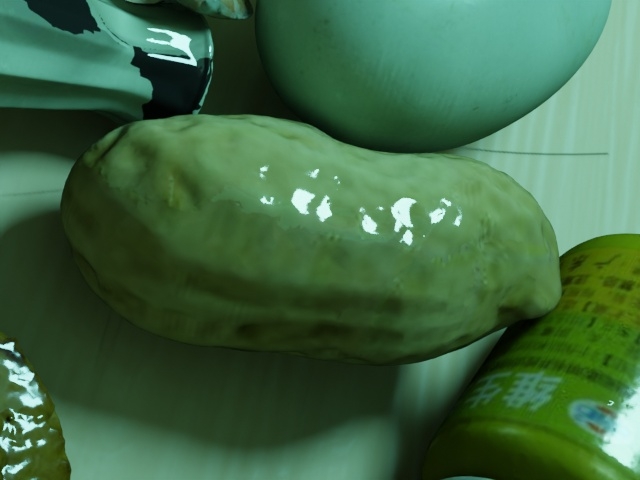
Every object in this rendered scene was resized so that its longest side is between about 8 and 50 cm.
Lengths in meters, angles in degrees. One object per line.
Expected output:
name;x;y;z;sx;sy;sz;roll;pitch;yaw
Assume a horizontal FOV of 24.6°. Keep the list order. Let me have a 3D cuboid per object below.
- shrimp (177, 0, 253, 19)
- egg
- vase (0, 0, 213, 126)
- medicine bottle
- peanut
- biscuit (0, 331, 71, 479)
shrimp;-0.125;-0.242;1.143;0.143;0.052;0.251;29;26;-38
egg;0.103;-0.194;1.214;0.371;0.230;0.230;-22;84;-44
vase;-0.245;-0.150;0.997;0.360;0.165;0.165;11;65;-44
medicine bottle;0.193;0.191;1.116;0.224;0.224;0.384;45;54;-9
peanut;0.000;0.000;1.089;0.387;0.170;0.192;9;23;-17
biscuit;-0.285;0.161;0.923;0.296;0.075;0.296;12;66;-28
